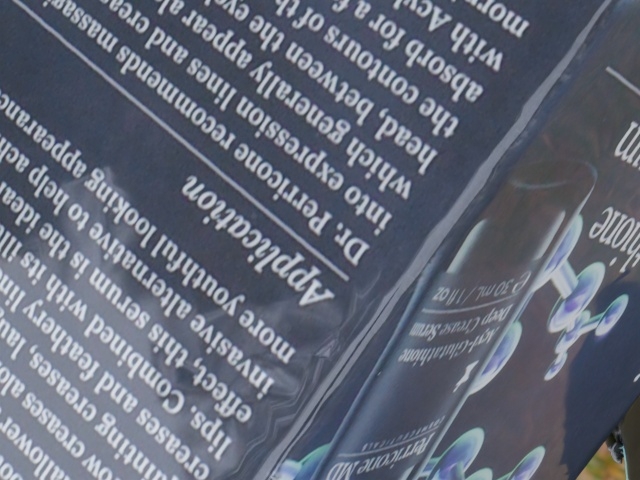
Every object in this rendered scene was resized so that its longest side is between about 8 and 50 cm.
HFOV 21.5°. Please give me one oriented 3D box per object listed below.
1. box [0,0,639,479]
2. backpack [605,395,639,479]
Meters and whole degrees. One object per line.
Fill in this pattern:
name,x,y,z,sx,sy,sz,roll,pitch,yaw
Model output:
box,0.000,0.000,0.659,0.212,0.395,0.293,40,-169,25
backpack,0.280,0.135,0.971,0.188,0.166,0.144,20,129,-15
